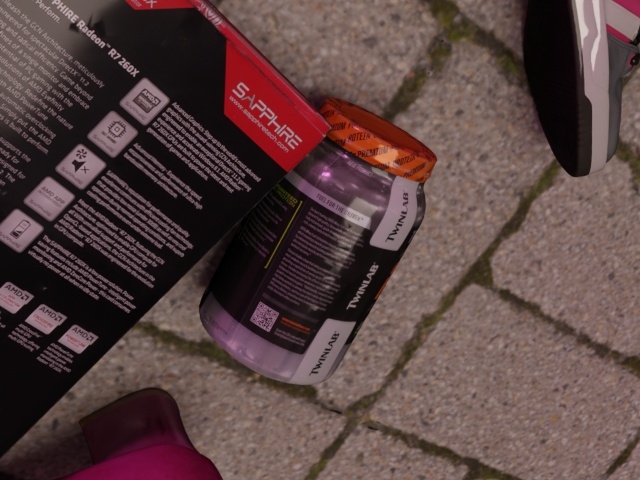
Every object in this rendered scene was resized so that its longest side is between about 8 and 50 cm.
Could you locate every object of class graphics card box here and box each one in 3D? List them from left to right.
[{"bbox_3d":[-0.204,-0.024,0.642,0.371,0.094,0.233,-46,126,5],"label":"graphics card box"}]

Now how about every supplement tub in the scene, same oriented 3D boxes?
[{"bbox_3d":[0.000,0.000,0.730,0.117,0.117,0.190,19,110,-31],"label":"supplement tub"}]

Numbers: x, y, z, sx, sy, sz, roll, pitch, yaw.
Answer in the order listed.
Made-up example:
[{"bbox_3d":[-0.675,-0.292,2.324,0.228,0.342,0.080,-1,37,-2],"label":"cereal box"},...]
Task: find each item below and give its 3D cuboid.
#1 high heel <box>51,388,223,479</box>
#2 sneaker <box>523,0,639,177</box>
[{"bbox_3d":[-0.242,0.263,0.735,0.377,0.181,0.127,-36,126,-1],"label":"high heel"},{"bbox_3d":[0.243,-0.197,0.727,0.179,0.123,0.295,-13,122,-5],"label":"sneaker"}]
